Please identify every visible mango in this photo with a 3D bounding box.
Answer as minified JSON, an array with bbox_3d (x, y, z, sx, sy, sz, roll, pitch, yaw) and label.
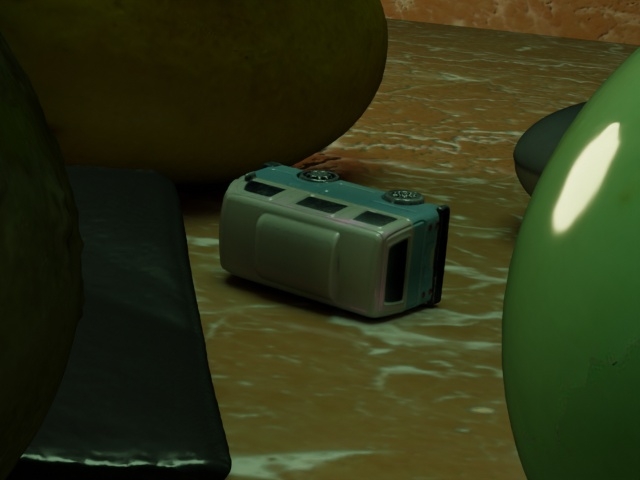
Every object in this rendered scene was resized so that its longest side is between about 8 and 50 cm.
[{"bbox_3d":[-0.123,-0.170,1.057,0.445,0.220,0.301,2,48,-51],"label":"mango"}]

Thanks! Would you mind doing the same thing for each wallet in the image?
[{"bbox_3d":[-0.111,0.028,0.631,0.124,0.025,0.244,3,27,-14],"label":"wallet"}]

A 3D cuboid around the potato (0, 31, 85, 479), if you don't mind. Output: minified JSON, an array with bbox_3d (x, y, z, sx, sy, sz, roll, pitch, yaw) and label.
[{"bbox_3d":[-0.197,-0.009,0.347,0.219,0.269,0.359,-39,2,10],"label":"potato"}]

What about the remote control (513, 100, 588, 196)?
[{"bbox_3d":[0.280,-0.049,1.011,0.332,0.103,0.221,-9,16,-38],"label":"remote control"}]

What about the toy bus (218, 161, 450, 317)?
[{"bbox_3d":[0.000,0.000,0.808,0.123,0.060,0.075,16,21,32],"label":"toy bus"}]

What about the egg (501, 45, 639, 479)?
[{"bbox_3d":[0.177,0.027,0.408,0.270,0.220,0.220,1,13,-31],"label":"egg"}]
